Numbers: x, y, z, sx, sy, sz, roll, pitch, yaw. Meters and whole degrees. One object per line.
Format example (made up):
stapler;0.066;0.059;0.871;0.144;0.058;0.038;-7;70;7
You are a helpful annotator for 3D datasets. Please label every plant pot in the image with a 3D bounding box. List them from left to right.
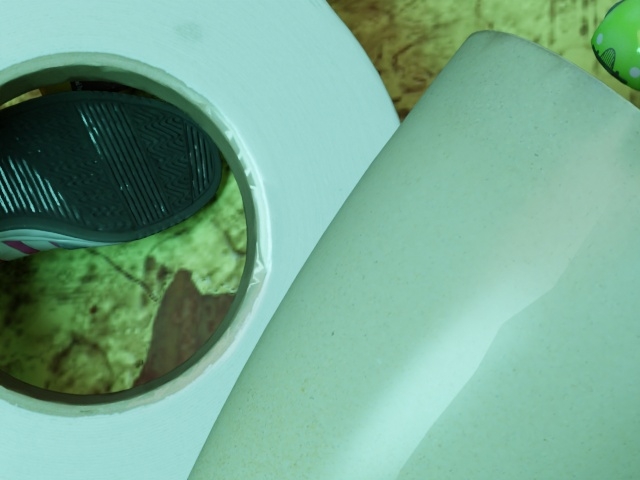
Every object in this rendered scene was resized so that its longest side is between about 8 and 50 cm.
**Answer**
plant pot;0.068;0.082;0.640;0.274;0.256;0.256;-44;58;-3

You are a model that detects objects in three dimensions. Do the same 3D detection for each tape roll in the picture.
tape roll;-0.135;-0.005;0.752;0.392;0.072;0.392;0;88;-8

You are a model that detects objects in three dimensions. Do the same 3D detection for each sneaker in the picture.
sneaker;-0.230;-0.022;0.897;0.296;0.178;0.123;-11;90;-25

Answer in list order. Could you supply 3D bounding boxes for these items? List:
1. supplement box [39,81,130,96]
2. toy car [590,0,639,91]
supplement box;-0.141;-0.225;0.912;0.194;0.129;0.191;-22;58;-12
toy car;0.262;-0.152;0.746;0.225;0.053;0.239;-24;56;-17
